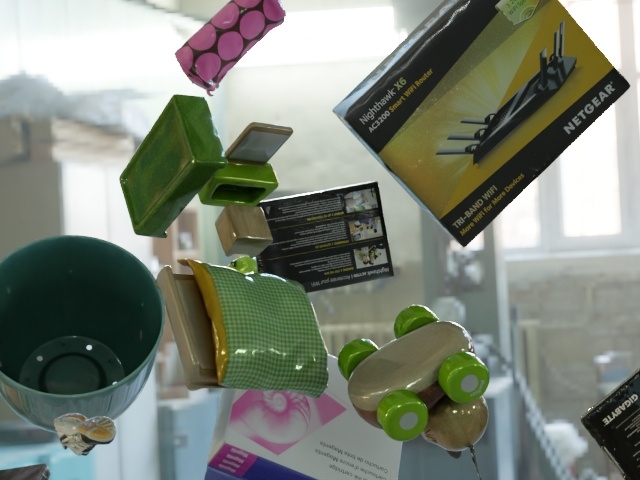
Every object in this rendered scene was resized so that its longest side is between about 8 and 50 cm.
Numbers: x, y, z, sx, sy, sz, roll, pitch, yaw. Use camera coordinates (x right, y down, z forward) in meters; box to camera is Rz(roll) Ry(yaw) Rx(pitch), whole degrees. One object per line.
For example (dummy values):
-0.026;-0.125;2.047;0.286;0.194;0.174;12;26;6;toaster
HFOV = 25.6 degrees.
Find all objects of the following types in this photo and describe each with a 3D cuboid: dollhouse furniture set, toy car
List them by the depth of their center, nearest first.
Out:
-0.076;0.009;1.568;0.198;0.301;0.151;5;-38;-38;dollhouse furniture set
0.127;0.195;1.571;0.149;0.188;0.155;-31;29;-6;toy car

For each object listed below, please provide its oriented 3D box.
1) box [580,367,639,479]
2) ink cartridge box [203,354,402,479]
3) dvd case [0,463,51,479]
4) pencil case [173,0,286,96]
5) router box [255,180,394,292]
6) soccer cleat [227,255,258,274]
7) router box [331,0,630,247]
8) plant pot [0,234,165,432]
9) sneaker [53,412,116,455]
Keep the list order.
0.519;0.222;1.728;0.322;0.257;0.079;-44;-29;14;box
-0.018;0.337;2.337;0.324;0.330;0.071;24;-39;-19;ink cartridge box
-0.393;0.304;1.435;0.221;0.018;0.164;-12;37;28;dvd case
-0.148;-0.344;2.380;0.209;0.098;0.095;-44;11;-3;pencil case
0.000;0.000;1.893;0.179;0.133;0.046;-10;2;-15;router box
-0.147;0.080;2.141;0.179;0.060;0.072;-36;-21;33;soccer cleat
0.209;-0.185;1.834;0.309;0.243;0.081;-45;17;1;router box
-0.399;0.176;2.268;0.293;0.293;0.235;-3;-33;-10;plant pot
-0.218;0.187;1.333;0.032;0.037;0.083;-20;16;-40;sneaker
